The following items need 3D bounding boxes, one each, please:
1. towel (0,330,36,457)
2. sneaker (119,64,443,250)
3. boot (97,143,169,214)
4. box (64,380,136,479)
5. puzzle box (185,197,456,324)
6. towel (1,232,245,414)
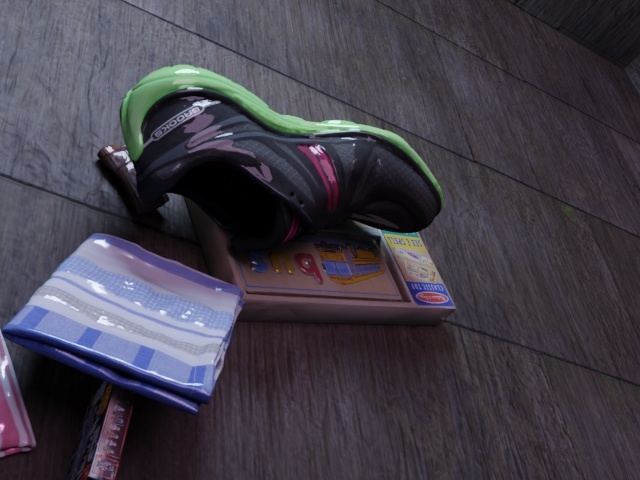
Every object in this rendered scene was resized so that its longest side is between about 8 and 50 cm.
[{"bbox_3d":[-0.371,0.145,0.756,0.197,0.029,0.144,-2,55,-44],"label":"towel"},{"bbox_3d":[-0.044,-0.067,1.105,0.482,0.185,0.202,12,63,-30],"label":"sneaker"},{"bbox_3d":[-0.232,-0.090,1.120,0.106,0.037,0.114,-28,70,-39],"label":"boot"},{"bbox_3d":[-0.214,0.193,0.796,0.027,0.094,0.137,27,38,-20],"label":"box"},{"bbox_3d":[0.000,0.000,1.231,0.408,0.052,0.272,6,50,-40],"label":"puzzle box"},{"bbox_3d":[-0.192,0.074,0.883,0.209,0.034,0.285,23,17,-5],"label":"towel"}]
